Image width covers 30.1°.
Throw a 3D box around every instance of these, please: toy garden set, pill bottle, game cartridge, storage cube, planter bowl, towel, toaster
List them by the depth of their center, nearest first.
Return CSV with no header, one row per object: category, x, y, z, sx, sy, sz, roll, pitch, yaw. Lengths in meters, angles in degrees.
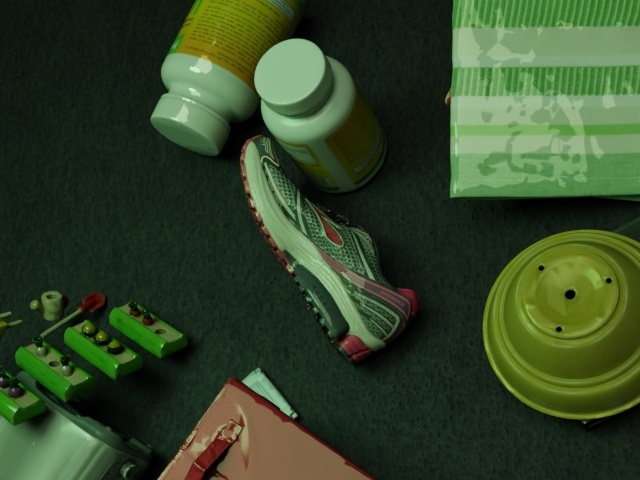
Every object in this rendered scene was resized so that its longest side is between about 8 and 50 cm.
planter bowl,0.267,0.070,1.245,0.217,0.090,0.217,-9,64,18
storage cube,-0.047,0.287,1.254,0.193,0.215,0.184,32,80,23
towel,0.275,-0.206,1.383,0.247,0.038,0.325,1,80,4
game cartridge,-0.069,0.197,1.412,0.056,0.017,0.083,-40,59,-4
toaster,-0.321,0.257,1.417,0.227,0.129,0.146,27,81,32
pill bottle,-0.002,-0.150,1.433,0.117,0.208,0.118,-8,64,18
toy garden set,-0.321,0.112,1.445,0.244,0.049,0.203,-24,37,-38
pill bottle,-0.126,-0.241,1.565,0.136,0.136,0.246,17,74,27

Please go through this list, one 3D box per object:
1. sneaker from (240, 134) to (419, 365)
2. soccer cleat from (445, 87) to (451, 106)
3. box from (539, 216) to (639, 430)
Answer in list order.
sneaker,0.000,0.000,1.415,0.112,0.121,0.299,-32,78,-5
soccer cleat,0.180,-0.202,1.494,0.035,0.029,0.083,33,78,39
box,0.329,0.084,1.293,0.190,0.045,0.184,-27,62,7
